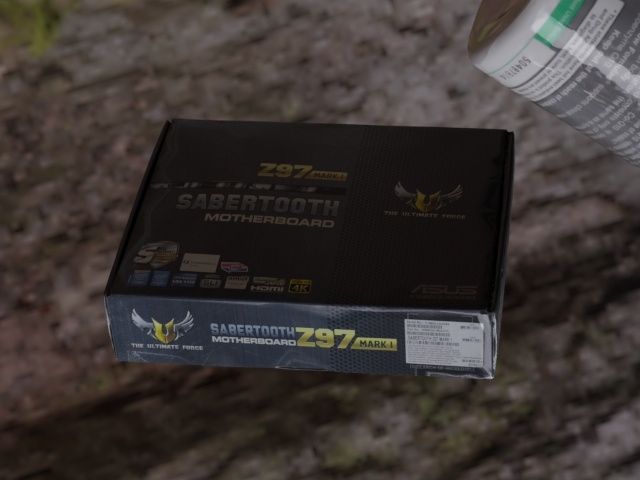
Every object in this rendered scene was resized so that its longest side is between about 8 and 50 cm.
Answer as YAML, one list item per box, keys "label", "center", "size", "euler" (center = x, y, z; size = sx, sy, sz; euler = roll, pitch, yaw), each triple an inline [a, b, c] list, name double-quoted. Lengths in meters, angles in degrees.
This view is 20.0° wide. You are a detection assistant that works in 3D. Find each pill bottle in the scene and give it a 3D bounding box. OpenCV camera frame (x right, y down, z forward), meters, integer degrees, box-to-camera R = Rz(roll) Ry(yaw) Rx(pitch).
- label: "pill bottle"
  center: [0.339, -0.164, 1.724]
  size: [0.204, 0.361, 0.204]
  euler: [-56, -168, 18]

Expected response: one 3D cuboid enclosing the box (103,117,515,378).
- label: "box"
  center: [0.000, 0.000, 1.121]
  size: [0.233, 0.059, 0.183]
  euler: [3, -142, 9]
